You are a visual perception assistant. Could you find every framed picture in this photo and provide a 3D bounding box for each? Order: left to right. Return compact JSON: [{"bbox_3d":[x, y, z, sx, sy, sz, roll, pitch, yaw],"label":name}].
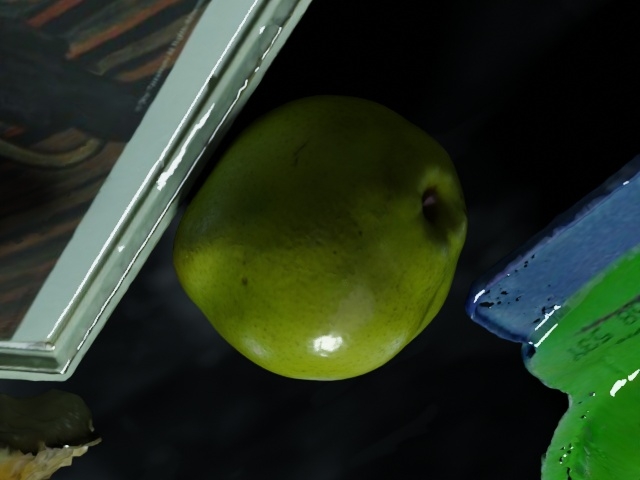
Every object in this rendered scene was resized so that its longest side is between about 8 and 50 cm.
[{"bbox_3d":[-0.140,-0.035,0.542,0.273,0.016,0.216,6,132,-38],"label":"framed picture"}]

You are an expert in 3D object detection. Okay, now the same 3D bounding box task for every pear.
[{"bbox_3d":[0.000,0.000,0.623,0.097,0.092,0.092,-2,159,35],"label":"pear"}]

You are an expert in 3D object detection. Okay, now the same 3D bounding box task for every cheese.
[{"bbox_3d":[0.160,0.041,0.772,0.204,0.083,0.320,-38,145,15],"label":"cheese"}]

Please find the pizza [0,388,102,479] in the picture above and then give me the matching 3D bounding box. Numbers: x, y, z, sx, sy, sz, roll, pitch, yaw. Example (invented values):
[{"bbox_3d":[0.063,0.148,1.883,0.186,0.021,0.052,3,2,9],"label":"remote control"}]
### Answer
[{"bbox_3d":[-0.187,0.102,0.574,0.223,0.089,0.323,-28,165,-41],"label":"pizza"}]
